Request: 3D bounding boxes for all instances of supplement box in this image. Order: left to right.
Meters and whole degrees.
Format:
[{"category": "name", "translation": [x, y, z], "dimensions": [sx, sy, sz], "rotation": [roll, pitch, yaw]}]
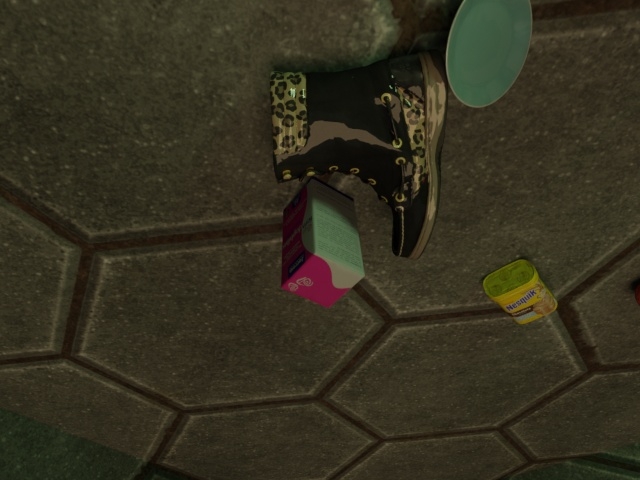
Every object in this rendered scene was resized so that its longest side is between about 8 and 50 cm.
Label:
[{"category": "supplement box", "translation": [0.000, 0.000, 0.879], "dimensions": [0.114, 0.220, 0.111], "rotation": [26, 126, -26]}]

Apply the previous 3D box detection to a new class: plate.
[{"category": "plate", "translation": [0.255, -0.302, 0.705], "dimensions": [0.188, 0.024, 0.188], "rotation": [-17, 123, -28]}]

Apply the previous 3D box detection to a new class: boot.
[{"category": "boot", "translation": [0.063, -0.130, 0.806], "dimensions": [0.284, 0.138, 0.377], "rotation": [-3, 125, -2]}]

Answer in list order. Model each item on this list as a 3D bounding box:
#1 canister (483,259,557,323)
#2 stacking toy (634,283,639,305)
[{"category": "canister", "translation": [0.505, 0.134, 1.150], "dimensions": [0.126, 0.073, 0.170], "rotation": [-33, 129, 25]}, {"category": "stacking toy", "translation": [0.970, 0.109, 1.137], "dimensions": [0.330, 0.141, 0.141], "rotation": [-18, 132, 21]}]
